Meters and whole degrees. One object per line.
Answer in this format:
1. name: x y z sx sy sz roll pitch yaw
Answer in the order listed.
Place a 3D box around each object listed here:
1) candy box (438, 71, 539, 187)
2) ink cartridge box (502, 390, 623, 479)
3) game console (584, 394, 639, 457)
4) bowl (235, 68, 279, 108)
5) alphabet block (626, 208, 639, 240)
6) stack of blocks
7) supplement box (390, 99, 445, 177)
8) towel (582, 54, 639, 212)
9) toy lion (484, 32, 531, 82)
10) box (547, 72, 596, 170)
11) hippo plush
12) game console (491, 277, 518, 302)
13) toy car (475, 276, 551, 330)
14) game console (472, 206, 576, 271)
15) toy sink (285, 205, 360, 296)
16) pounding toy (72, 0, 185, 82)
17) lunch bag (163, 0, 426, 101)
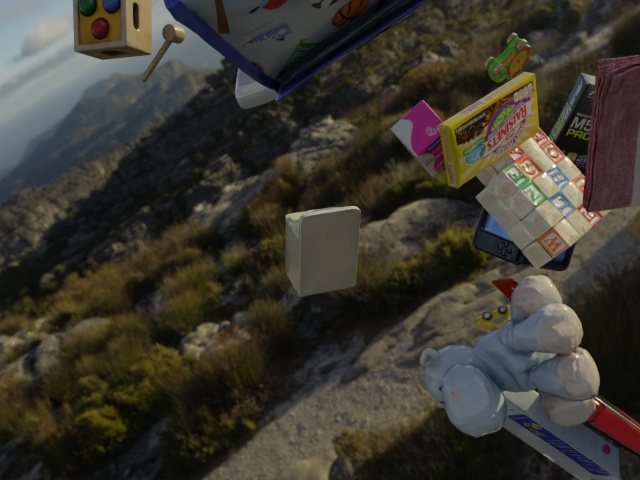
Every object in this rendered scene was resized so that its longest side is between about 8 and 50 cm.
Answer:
1. candy box: 0.267 -0.174 0.993 0.206 0.105 0.027 -34 37 -25
2. ink cartridge box: 0.512 0.428 1.408 0.069 0.371 0.176 -54 2 -22
3. game console: 0.615 0.385 1.282 0.060 0.342 0.386 -55 -14 4
4. bowl: -0.136 -0.381 1.462 0.142 0.053 0.141 -12 58 25
5. alphabet block: 1.025 -0.075 1.790 0.192 0.197 0.193 -36 64 -26
6. stack of blocks: 0.367 -0.117 1.166 0.171 0.297 0.087 -30 -13 -36
7. supplement box: 0.286 -0.266 1.699 0.111 0.114 0.220 -42 -22 11
8. towel: 0.520 -0.141 0.820 0.329 0.237 0.037 -5 42 12
9. toy lion: 0.369 -0.346 1.238 0.100 0.096 0.034 -46 60 2
10. box: 0.702 -0.261 1.519 0.270 0.216 0.060 12 39 -6
11. hippo plush: 0.287 0.190 1.060 0.237 0.234 0.294 -17 28 -2
12. game console: 0.578 0.134 1.805 0.124 0.085 0.144 -16 -3 -10
13. toy car: 0.553 0.181 1.664 0.239 0.225 0.053 -43 52 36
14. game console: 0.645 -0.077 1.958 0.173 0.250 0.292 152 139 -78
15. toy sink: 0.000 0.000 1.585 0.153 0.234 0.131 -10 35 -17
16. pounding toy: -0.375 -0.405 1.240 0.206 0.180 0.094 1 3 21
17. lunch bag: 0.001 -0.348 0.765 0.328 0.238 0.385 -33 -15 12
